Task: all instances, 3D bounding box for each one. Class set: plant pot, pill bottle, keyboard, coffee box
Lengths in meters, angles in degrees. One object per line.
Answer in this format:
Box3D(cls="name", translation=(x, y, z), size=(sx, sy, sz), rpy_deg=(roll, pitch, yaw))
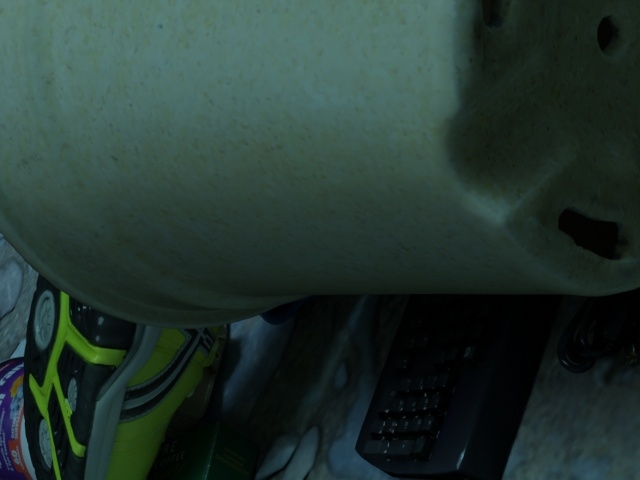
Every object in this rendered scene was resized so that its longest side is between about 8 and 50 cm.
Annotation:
Box3D(cls="plant pot", translation=(0.033, -0.101, 0.697), size=(0.305, 0.334, 0.333), rpy_deg=(8, 67, 48))
Box3D(cls="pill bottle", translation=(-0.206, 0.140, 1.057), size=(0.193, 0.108, 0.108), rpy_deg=(-7, 55, 55))
Box3D(cls="keyboard", translation=(0.123, -0.014, 0.787), size=(0.202, 0.033, 0.317), rpy_deg=(-9, 54, 54))
Box3D(cls="coffee box", translation=(-0.102, 0.212, 0.892), size=(0.113, 0.040, 0.184), rpy_deg=(-28, 40, 42))

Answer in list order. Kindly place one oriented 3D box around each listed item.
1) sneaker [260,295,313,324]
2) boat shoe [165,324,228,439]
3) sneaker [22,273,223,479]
Box3D(cls="sneaker", translation=(0.000, 0.000, 0.943), size=(0.144, 0.053, 0.059), rpy_deg=(-50, 30, 27))
Box3D(cls="boat shoe", translation=(-0.096, 0.067, 1.008), size=(0.059, 0.063, 0.170), rpy_deg=(-47, 28, 29))
Box3D(cls="sneaker", translation=(-0.087, 0.009, 0.890), size=(0.145, 0.147, 0.384), rpy_deg=(31, 109, 58))
